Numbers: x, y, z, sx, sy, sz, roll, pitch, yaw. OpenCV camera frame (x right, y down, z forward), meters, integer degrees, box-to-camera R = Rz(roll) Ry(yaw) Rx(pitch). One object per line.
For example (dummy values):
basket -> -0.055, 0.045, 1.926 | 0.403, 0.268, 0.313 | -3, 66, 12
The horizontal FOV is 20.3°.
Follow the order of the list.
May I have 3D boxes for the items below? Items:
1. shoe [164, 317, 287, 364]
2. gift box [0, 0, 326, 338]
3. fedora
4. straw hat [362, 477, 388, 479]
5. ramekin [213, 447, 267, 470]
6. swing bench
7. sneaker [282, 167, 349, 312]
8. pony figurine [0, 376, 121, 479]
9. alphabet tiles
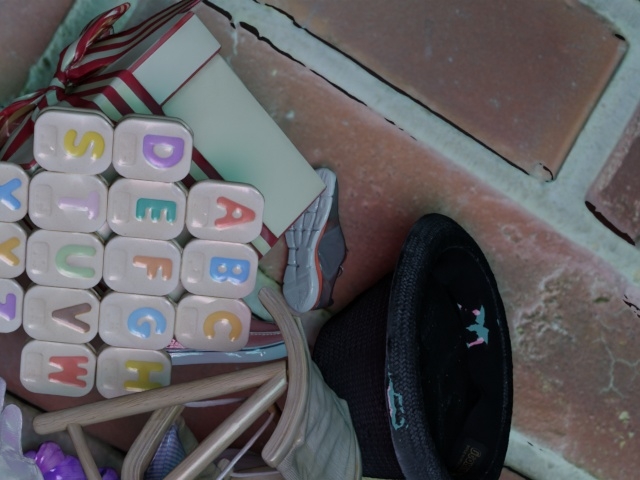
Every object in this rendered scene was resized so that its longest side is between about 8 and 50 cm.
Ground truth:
shoe -> -0.106, 0.084, 1.899 | 0.178, 0.063, 0.081 | -3, 103, -14
gift box -> -0.170, -0.079, 1.736 | 0.258, 0.276, 0.255 | 50, 63, -18
fedora -> 0.085, 0.137, 1.882 | 0.152, 0.334, 0.334 | -10, 103, 25
straw hat -> 0.090, 0.225, 1.985 | 0.144, 0.061, 0.145 | -2, 97, -18
ramekin -> -0.054, 0.349, 1.849 | 0.273, 0.127, 0.273 | 11, 75, -51
swing bench -> -0.088, 0.208, 1.640 | 0.254, 0.253, 0.165 | -28, 60, -1
sneaker -> 0.000, 0.000, 1.939 | 0.065, 0.061, 0.158 | 5, 97, -46
pony figurine -> -0.378, 0.251, 1.746 | 0.363, 0.303, 0.351 | -30, 134, -14
alphabet tiles -> -0.195, 0.018, 1.610 | 0.277, 0.021, 0.284 | 6, 115, -4
